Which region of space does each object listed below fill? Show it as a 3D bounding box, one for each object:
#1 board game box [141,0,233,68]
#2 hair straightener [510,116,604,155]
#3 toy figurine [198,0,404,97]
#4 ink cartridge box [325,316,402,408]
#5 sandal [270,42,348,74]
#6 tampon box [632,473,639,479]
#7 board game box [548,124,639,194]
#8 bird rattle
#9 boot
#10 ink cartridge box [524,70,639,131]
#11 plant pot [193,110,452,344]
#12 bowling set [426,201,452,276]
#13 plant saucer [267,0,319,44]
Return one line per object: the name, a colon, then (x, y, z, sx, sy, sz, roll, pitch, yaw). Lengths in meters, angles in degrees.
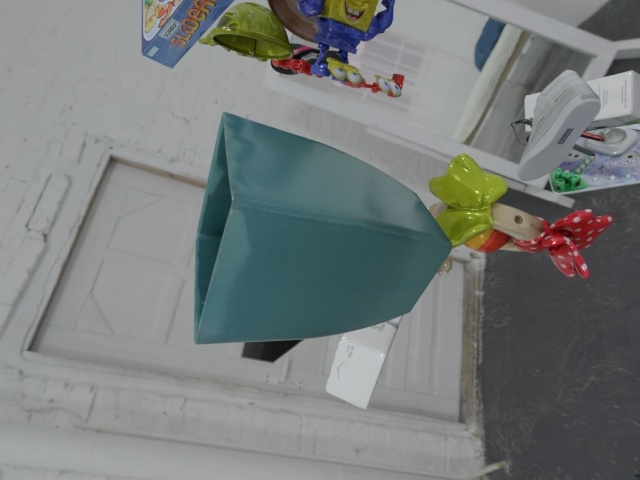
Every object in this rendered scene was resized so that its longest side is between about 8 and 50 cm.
board game box: (-0.100, -0.270, 0.370, 0.201, 0.035, 0.136, -22, 68, 39)
hair straightener: (0.625, -0.272, 1.120, 0.231, 0.047, 0.088, 29, 111, 28)
toy figurine: (0.000, -0.390, 0.685, 0.191, 0.363, 0.217, 40, 120, 52)
ink cartridge box: (0.134, 0.274, 1.117, 0.283, 0.117, 0.207, -46, -27, -56)
sandal: (-0.027, -0.407, 0.931, 0.040, 0.180, 0.067, -72, -14, -65)
tampon box: (0.689, 0.474, 0.754, 0.161, 0.120, 0.101, -26, 41, 16)
board game box: (0.916, -0.328, 1.299, 0.391, 0.050, 0.389, -8, 49, 22)
bird rattle: (0.270, -0.028, 0.620, 0.207, 0.254, 0.142, 171, 110, -83)
boot: (0.545, -0.268, 0.982, 0.258, 0.095, 0.123, 108, 162, -53)
ink cartridge box: (0.774, -0.385, 1.198, 0.273, 0.199, 0.114, 4, 97, 53)
plant pot: (0.000, 0.000, 0.436, 0.165, 0.235, 0.165, -109, 35, -49)
bowling set: (0.360, -0.023, 1.436, 0.154, 0.200, 0.286, 143, 131, -69)
plant saucer: (-0.005, -0.464, 0.801, 0.199, 0.199, 0.036, 158, 128, -69)
